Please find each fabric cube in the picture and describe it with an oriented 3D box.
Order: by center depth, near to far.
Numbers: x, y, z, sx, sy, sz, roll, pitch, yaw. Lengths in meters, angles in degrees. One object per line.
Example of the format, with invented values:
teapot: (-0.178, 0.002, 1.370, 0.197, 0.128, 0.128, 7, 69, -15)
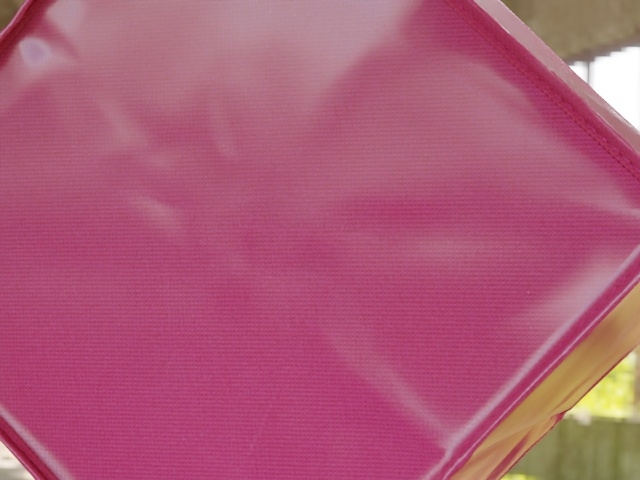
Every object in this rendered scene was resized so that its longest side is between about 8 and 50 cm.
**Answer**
fabric cube: (0.000, 0.000, 0.723, 0.254, 0.259, 0.258, 45, 12, 12)
